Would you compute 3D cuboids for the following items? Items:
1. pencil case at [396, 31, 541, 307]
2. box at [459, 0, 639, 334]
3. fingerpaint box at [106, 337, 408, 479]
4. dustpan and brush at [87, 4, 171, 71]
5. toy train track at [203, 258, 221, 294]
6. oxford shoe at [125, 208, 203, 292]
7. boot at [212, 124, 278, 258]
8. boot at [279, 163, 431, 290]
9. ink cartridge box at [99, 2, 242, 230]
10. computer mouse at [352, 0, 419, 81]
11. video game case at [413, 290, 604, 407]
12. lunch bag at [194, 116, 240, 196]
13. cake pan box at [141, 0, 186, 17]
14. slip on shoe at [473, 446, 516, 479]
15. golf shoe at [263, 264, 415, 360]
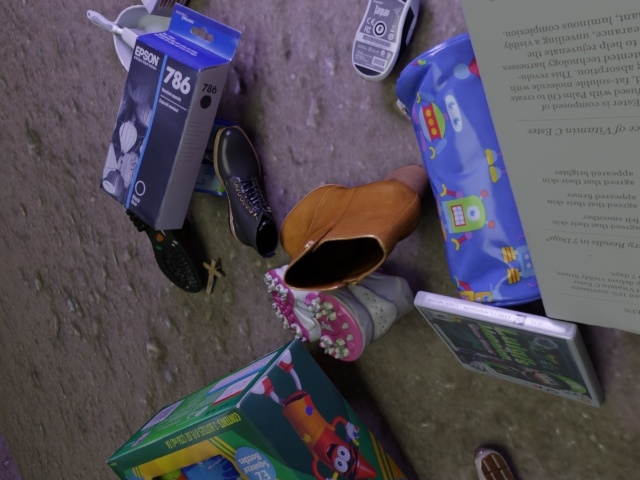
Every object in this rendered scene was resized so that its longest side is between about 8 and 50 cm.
[{"bbox_3d":[0.176,-0.075,0.651,0.133,0.119,0.306,-17,90,40],"label":"pencil case"},{"bbox_3d":[0.269,-0.094,0.429,0.215,0.168,0.345,7,138,40],"label":"box"},{"bbox_3d":[-0.097,0.411,0.930,0.444,0.163,0.371,-33,96,41],"label":"fingerpaint box"},{"bbox_3d":[-0.359,-0.384,1.072,0.211,0.060,0.147,38,123,27],"label":"dustpan and brush"},{"bbox_3d":[-0.205,0.068,1.094,0.048,0.014,0.083,33,127,22],"label":"toy train track"},{"bbox_3d":[-0.275,-0.005,1.096,0.082,0.096,0.227,-10,113,29],"label":"oxford shoe"},{"bbox_3d":[-0.108,-0.077,0.897,0.137,0.076,0.198,33,139,62],"label":"boot"},{"bbox_3d":[0.001,0.001,0.753,0.295,0.211,0.104,-24,104,41],"label":"boot"},{"bbox_3d":[-0.247,-0.198,0.913,0.165,0.065,0.333,32,110,29],"label":"ink cartridge box"},{"bbox_3d":[0.092,-0.296,0.720,0.106,0.042,0.193,30,114,27],"label":"computer mouse"},{"bbox_3d":[0.216,0.125,0.652,0.173,0.022,0.190,9,152,39],"label":"video game case"},{"bbox_3d":[-0.211,-0.154,0.990,0.151,0.096,0.129,18,108,20],"label":"lunch bag"},{"bbox_3d":[-0.255,-0.550,0.934,0.267,0.070,0.246,-40,77,39],"label":"cake pan box"},{"bbox_3d":[0.242,0.338,0.762,0.135,0.051,0.041,61,172,0],"label":"slip on shoe"},{"bbox_3d":[0.019,0.086,0.848,0.306,0.140,0.115,17,127,61],"label":"golf shoe"}]
